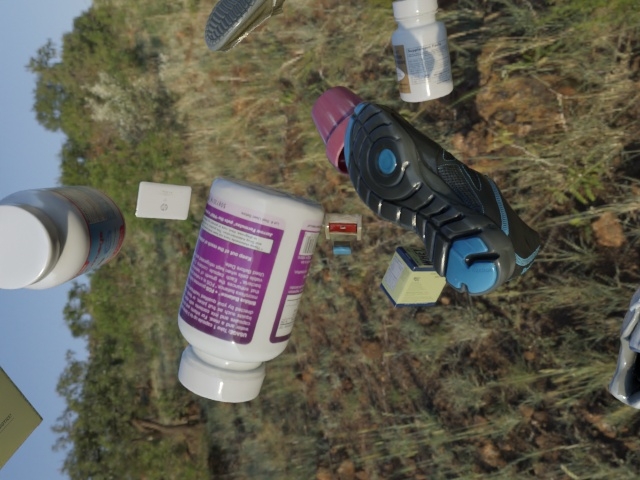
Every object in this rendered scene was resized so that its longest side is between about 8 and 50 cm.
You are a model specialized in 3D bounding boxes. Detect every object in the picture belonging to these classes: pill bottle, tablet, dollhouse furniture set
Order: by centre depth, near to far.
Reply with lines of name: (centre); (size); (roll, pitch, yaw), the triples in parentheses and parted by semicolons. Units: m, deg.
pill bottle: (-0.242, -0.005, 0.503); (0.160, 0.087, 0.087); (-104, 9, -82)
pill bottle: (-0.111, 0.070, 0.813); (0.169, 0.169, 0.301); (-144, 70, -70)
tablet: (-0.239, -0.060, 0.851); (0.006, 0.083, 0.054); (24, 106, 48)
dollhouse furniture set: (0.000, 0.000, 1.258); (0.129, 0.184, 0.129); (81, -170, -68)
pill bottle: (0.239, -0.461, 1.331); (0.131, 0.131, 0.229); (-129, 24, -64)

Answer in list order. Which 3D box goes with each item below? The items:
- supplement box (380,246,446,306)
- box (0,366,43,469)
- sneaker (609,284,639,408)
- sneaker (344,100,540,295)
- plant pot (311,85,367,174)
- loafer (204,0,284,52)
supplement box: (0.157, 0.059, 0.913); (0.056, 0.083, 0.083); (57, 136, 46)
box: (-0.538, 0.236, 0.730); (0.243, 0.117, 0.213); (64, -160, -21)
sneaker: (0.367, 0.054, 0.546); (0.111, 0.129, 0.297); (32, 135, 48)
sneaker: (0.159, -0.070, 0.790); (0.340, 0.140, 0.125); (55, 138, 24)
plant pot: (0.075, -0.307, 1.489); (0.180, 0.201, 0.201); (54, 153, 24)
loafer: (-0.111, -0.440, 1.041); (0.087, 0.251, 0.094); (34, -162, -55)
